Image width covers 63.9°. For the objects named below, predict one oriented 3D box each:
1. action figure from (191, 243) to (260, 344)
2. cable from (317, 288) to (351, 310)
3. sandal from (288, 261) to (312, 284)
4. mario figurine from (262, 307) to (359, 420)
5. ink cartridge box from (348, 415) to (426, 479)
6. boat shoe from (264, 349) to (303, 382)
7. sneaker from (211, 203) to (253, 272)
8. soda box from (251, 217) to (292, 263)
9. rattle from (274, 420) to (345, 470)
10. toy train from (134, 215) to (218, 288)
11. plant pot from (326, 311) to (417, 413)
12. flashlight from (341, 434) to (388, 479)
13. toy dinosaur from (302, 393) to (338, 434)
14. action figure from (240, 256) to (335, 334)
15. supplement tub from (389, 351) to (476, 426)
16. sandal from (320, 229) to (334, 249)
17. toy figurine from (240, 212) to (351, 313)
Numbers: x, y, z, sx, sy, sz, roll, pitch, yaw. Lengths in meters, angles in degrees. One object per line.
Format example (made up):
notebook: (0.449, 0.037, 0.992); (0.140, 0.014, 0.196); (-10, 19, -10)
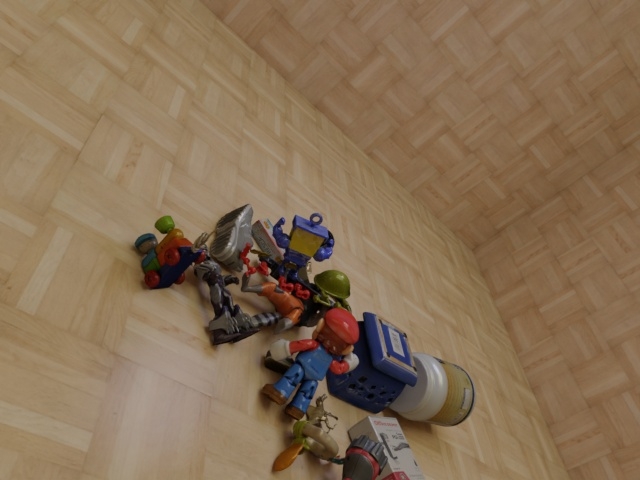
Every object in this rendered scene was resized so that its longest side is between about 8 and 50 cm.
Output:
action figure: (-0.269, 0.131, 1.363); (0.285, 0.099, 0.185); (65, 14, 14)
cable: (0.040, 0.222, 1.849); (0.184, 0.047, 0.151); (32, 36, -40)
sandal: (-0.069, 0.112, 1.795); (0.079, 0.088, 0.240); (71, 8, -55)
mario figurine: (-0.017, 0.322, 1.403); (0.170, 0.320, 0.198); (23, -28, 36)
ink cartridge box: (0.194, 0.626, 1.479); (0.158, 0.092, 0.218); (25, 28, -45)
boat shoe: (-0.089, 0.351, 1.435); (0.152, 0.056, 0.049); (37, 34, -28)
sneaker: (-0.262, -0.009, 1.605); (0.115, 0.105, 0.281); (55, 28, -29)
soda box: (-0.166, 0.015, 1.750); (0.183, 0.058, 0.063); (57, 25, 9)
rattle: (-0.014, 0.555, 1.283); (0.143, 0.130, 0.200); (-71, 149, -46)
toy train: (-0.350, -0.004, 1.247); (0.143, 0.248, 0.105); (55, 25, 18)
plant pot: (0.165, 0.380, 1.642); (0.236, 0.212, 0.236); (33, 31, -32)
flashlight: (0.052, 0.597, 1.199); (0.103, 0.103, 0.304); (51, 41, 2)
toy dinosaur: (-0.006, 0.493, 1.414); (0.092, 0.053, 0.183); (38, 16, 7)
action figure: (-0.121, 0.179, 1.561); (0.341, 0.179, 0.330); (34, 7, 30)
supplement tub: (0.374, 0.518, 1.790); (0.316, 0.228, 0.228); (27, 34, -42)
sandal: (0.000, 0.001, 2.052); (0.097, 0.054, 0.254); (55, 25, 6)
toy figurine: (-0.024, 0.033, 1.477); (0.362, 0.217, 0.191); (23, 17, -14)
